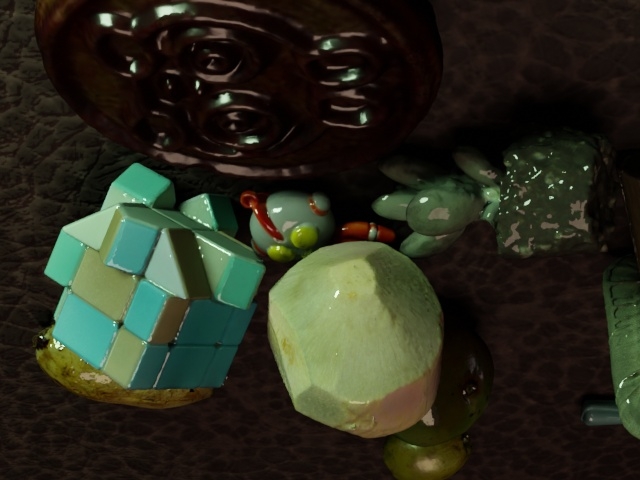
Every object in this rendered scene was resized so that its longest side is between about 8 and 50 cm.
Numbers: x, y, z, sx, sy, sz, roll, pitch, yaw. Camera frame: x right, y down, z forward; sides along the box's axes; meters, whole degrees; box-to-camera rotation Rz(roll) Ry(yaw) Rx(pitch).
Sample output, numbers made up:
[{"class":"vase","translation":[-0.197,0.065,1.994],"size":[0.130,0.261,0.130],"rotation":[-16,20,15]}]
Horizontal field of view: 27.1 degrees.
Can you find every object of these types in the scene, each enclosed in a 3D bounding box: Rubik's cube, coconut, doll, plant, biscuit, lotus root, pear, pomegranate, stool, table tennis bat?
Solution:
[{"class":"Rubik's cube","translation":[-0.175,0.045,1.535],"size":[0.265,0.224,0.213],"rotation":[8,107,-59]},{"class":"coconut","translation":[0.045,0.111,1.516],"size":[0.197,0.237,0.237],"rotation":[-10,141,-9]},{"class":"doll","translation":[0.000,0.000,1.599],"size":[0.245,0.076,0.142],"rotation":[29,130,-35]},{"class":"plant","translation":[0.193,-0.053,1.489],"size":[0.274,0.149,0.146],"rotation":[-4,99,29]},{"class":"biscuit","translation":[-0.080,-0.176,1.312],"size":[0.407,0.091,0.407],"rotation":[4,151,2]},{"class":"lotus root","translation":[-0.261,0.170,1.783],"size":[0.258,0.097,0.110],"rotation":[14,135,-21]},{"class":"pear","translation":[0.155,0.302,1.936],"size":[0.131,0.107,0.107],"rotation":[-23,135,12]},{"class":"pomegranate","translation":[0.122,0.177,1.754],"size":[0.210,0.180,0.180],"rotation":[3,150,43]},{"class":"stool","translation":[0.486,0.058,1.498],"size":[0.310,0.310,0.226],"rotation":[-2,134,4]},{"class":"table tennis bat","translation":[0.494,0.248,1.924],"size":[0.237,0.038,0.149],"rotation":[1,140,-5]}]
